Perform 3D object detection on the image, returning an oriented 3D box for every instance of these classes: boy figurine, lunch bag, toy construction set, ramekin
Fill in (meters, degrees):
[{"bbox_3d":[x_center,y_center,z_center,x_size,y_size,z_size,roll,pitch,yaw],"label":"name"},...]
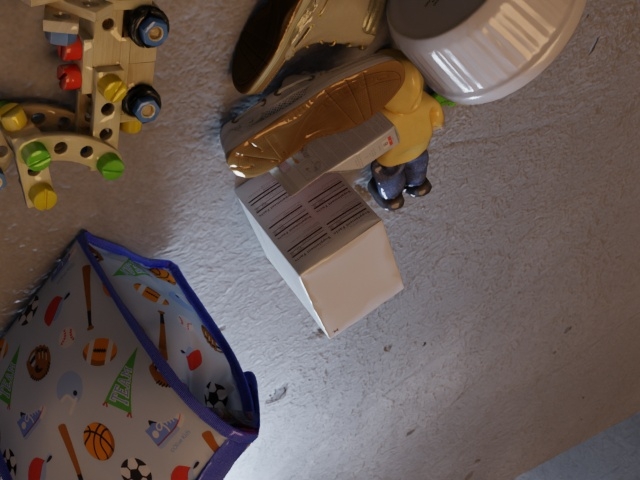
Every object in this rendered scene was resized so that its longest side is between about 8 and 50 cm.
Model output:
[{"bbox_3d":[0.115,-0.171,1.470,0.177,0.092,0.285,-28,141,-15],"label":"boy figurine"},{"bbox_3d":[-0.273,0.243,1.313,0.239,0.385,0.328,21,112,-50],"label":"lunch bag"},{"bbox_3d":[-0.283,-0.189,1.068,0.215,0.151,0.327,-12,146,-32],"label":"toy construction set"},{"bbox_3d":[0.207,-0.328,1.251,0.127,0.273,0.273,28,108,-40],"label":"ramekin"}]

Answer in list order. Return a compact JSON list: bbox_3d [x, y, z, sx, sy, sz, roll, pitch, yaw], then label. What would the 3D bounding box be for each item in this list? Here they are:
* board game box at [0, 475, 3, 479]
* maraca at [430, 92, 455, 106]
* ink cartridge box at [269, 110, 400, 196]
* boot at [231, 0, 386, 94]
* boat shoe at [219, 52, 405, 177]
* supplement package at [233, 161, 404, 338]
[{"bbox_3d":[-0.572,0.430,1.375,0.291,0.232,0.141,-15,137,-32],"label":"board game box"},{"bbox_3d":[0.233,-0.258,1.483,0.127,0.099,0.185,-14,162,-27],"label":"maraca"},{"bbox_3d":[0.003,-0.142,1.354,0.179,0.145,0.045,-36,142,-5],"label":"ink cartridge box"},{"bbox_3d":[-0.012,-0.275,1.264,0.165,0.077,0.213,7,123,-48],"label":"boot"},{"bbox_3d":[-0.019,-0.195,1.309,0.277,0.096,0.098,-27,143,0],"label":"boat shoe"},{"bbox_3d":[0.000,0.000,1.452,0.149,0.203,0.194,-34,144,-8],"label":"supplement package"}]
